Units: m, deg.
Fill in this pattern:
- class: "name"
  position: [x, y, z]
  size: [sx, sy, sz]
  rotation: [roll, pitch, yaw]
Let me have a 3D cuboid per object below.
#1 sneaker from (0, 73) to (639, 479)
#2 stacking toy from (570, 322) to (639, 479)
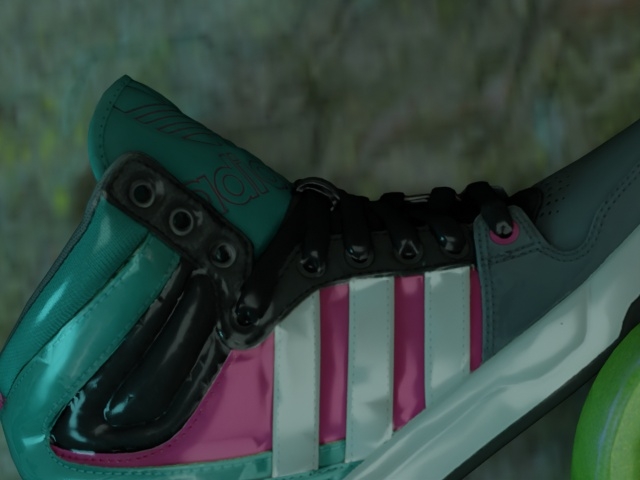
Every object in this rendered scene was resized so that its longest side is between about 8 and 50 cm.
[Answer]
- class: "sneaker"
  position: [0.000, 0.000, 0.618]
  size: [0.295, 0.124, 0.178]
  rotation: [-38, 94, -2]
- class: "stacking toy"
  position: [0.157, 0.172, 0.504]
  size: [0.309, 0.130, 0.279]
  rotation: [-43, 93, -3]
